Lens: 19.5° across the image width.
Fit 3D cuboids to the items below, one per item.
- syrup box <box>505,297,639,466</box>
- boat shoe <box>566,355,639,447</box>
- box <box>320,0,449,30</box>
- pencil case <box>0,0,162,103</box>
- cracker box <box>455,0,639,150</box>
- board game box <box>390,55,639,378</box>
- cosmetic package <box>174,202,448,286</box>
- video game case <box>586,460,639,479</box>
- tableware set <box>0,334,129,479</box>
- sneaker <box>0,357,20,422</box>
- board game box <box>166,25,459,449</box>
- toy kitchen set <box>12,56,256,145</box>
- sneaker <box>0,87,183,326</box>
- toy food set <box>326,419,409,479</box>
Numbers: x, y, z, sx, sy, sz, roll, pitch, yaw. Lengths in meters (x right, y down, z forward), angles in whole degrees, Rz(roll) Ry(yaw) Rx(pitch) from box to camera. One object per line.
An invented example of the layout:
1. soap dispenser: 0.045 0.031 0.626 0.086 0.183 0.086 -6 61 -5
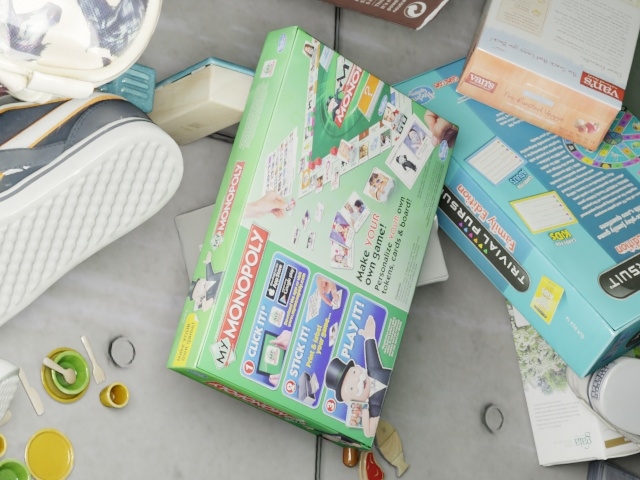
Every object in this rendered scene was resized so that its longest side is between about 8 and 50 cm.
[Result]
1. syrup box: 0.268 0.110 1.935 0.096 0.093 0.237 -9 85 -40
2. boat shoe: 0.359 0.182 1.873 0.267 0.088 0.096 21 90 -28
3. box: -0.038 -0.348 1.739 0.381 0.143 0.191 10 48 -35
4. pencil case: -0.280 -0.157 1.362 0.160 0.410 0.184 -3 88 -37
5. cracker box: 0.240 -0.210 1.903 0.155 0.067 0.232 24 43 -2
6. board game box: 0.241 -0.048 1.862 0.253 0.079 0.336 -24 64 -39
7. cosmetic package: -0.004 0.007 1.741 0.238 0.107 0.127 -11 88 -42
8. video game case: 0.378 0.372 2.004 0.274 0.026 0.196 26 64 -32
9. tableware set: -0.228 0.152 1.576 0.154 0.024 0.104 -29 98 -39
10. sneaker: -0.356 0.126 1.421 0.161 0.102 0.282 32 26 14
11. board game box: 0.000 0.000 1.644 0.213 0.046 0.317 28 70 -35
12. toy kitchen set: -0.168 -0.197 1.644 0.207 0.122 0.166 14 71 -36
13. sneaker: -0.275 -0.016 1.526 0.321 0.127 0.126 -31 135 -17
14. toy food set: 0.035 0.183 1.783 0.078 0.019 0.122 -32 107 -38
